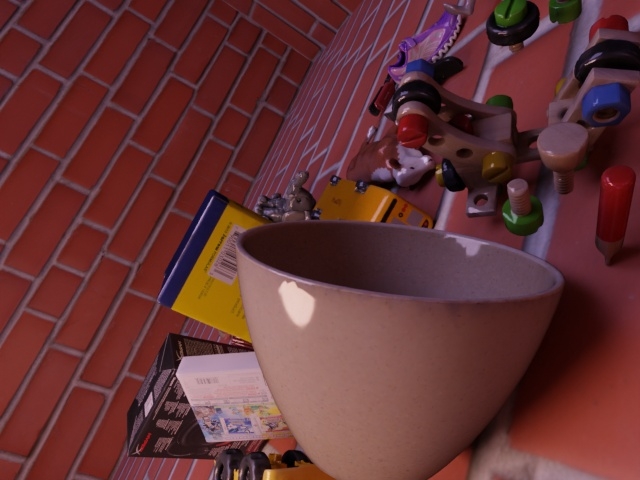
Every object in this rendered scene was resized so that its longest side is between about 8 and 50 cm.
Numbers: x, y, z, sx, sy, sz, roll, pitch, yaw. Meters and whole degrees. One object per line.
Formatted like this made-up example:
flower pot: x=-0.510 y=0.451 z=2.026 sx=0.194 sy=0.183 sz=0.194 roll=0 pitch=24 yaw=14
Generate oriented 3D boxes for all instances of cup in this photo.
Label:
cup: x=0.067 y=0.120 z=0.491 sx=0.331 sy=0.331 sz=0.236 roll=-139 pitch=52 yaw=-71

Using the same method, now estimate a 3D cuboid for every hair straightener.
hair straightener: x=0.199 y=-0.476 z=1.344 sx=0.089 sy=0.047 sz=0.230 roll=-19 pitch=45 yaw=64

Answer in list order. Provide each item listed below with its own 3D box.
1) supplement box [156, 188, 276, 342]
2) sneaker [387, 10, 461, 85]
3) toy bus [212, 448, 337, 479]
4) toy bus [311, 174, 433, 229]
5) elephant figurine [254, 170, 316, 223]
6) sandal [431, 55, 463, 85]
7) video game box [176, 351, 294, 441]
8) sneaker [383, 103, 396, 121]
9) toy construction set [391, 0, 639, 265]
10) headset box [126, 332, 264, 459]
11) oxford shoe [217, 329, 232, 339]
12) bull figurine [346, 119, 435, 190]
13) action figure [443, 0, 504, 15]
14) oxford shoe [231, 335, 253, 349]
supplement box: x=-0.085 y=0.077 z=0.807 sx=0.195 sy=0.357 sz=0.194 roll=-62 pitch=18 yaw=1
sneaker: x=0.260 y=-0.498 z=1.125 sx=0.236 sy=0.105 sz=0.095 roll=-54 pitch=18 yaw=20
toy bus: x=-0.074 y=0.426 z=0.648 sx=0.220 sy=0.150 sz=0.211 roll=-33 pitch=46 yaw=51
toy bus: x=0.086 y=-0.053 z=0.902 sx=0.108 sy=0.130 sz=0.333 roll=-62 pitch=18 yaw=3
elephant figurine: x=-0.083 y=-0.104 z=1.420 sx=0.240 sy=0.186 sz=0.169 roll=-17 pitch=79 yaw=30
sandal: x=0.259 y=-0.381 z=1.027 sx=0.179 sy=0.067 sz=0.040 roll=4 pitch=79 yaw=67
video game box: x=-0.119 y=0.272 z=0.756 sx=0.048 sy=0.205 sz=0.187 roll=-86 pitch=-11 yaw=-60
sneaker: x=0.212 y=-0.348 z=1.118 sx=0.061 sy=0.054 sz=0.152 roll=-59 pitch=18 yaw=0
toy construction set: x=0.248 y=-0.097 z=0.523 sx=0.258 sy=0.237 sz=0.308 roll=-23 pitch=50 yaw=15
headset box: x=-0.207 y=0.329 z=0.890 sx=0.218 sy=0.293 sz=0.110 roll=-60 pitch=33 yaw=15
oxford shoe: x=-0.287 y=0.174 z=1.611 sx=0.141 sy=0.147 sz=0.396 roll=16 pitch=95 yaw=52
bull figurine: x=0.153 y=-0.193 z=0.980 sx=0.188 sy=0.101 sz=0.310 roll=-61 pitch=20 yaw=-12
action figure: x=0.407 y=-0.635 z=0.944 sx=0.330 sy=0.179 sz=0.341 roll=-56 pitch=-9 yaw=-4
oxford shoe: x=-0.162 y=0.197 z=1.291 sx=0.130 sy=0.123 sz=0.348 roll=92 pitch=-163 yaw=-69
